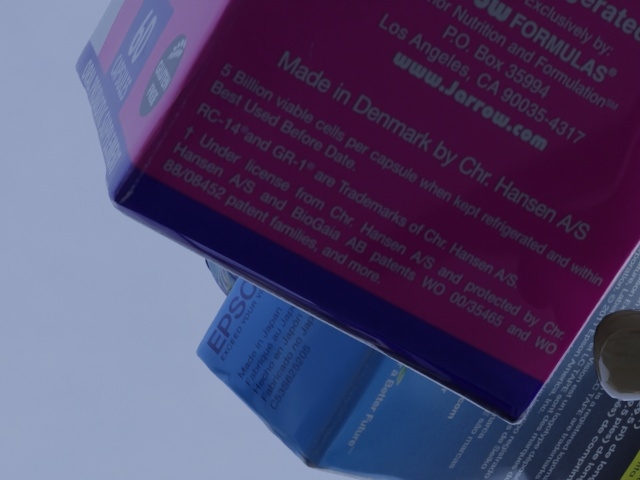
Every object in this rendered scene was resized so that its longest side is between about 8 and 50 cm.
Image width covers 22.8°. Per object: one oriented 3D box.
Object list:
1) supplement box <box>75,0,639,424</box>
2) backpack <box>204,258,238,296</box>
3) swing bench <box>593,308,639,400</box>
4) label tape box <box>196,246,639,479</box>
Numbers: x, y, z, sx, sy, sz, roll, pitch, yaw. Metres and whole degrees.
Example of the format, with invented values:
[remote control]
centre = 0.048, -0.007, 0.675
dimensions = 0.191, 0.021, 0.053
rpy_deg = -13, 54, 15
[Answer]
[supplement box]
centre = 0.048, -0.091, 0.359
dimensions = 0.114, 0.111, 0.220
rpy_deg = 29, -79, -21
[backpack]
centre = 0.000, 0.000, 0.982
dimensions = 0.158, 0.173, 0.117
rpy_deg = 23, -57, -8
[swing bench]
centre = 0.214, 0.122, 0.332
dimensions = 0.255, 0.165, 0.253
rpy_deg = -15, -48, 6
[label tape box]
centre = 0.136, 0.017, 0.860
dimensions = 0.348, 0.115, 0.249
rpy_deg = 20, -77, -47
